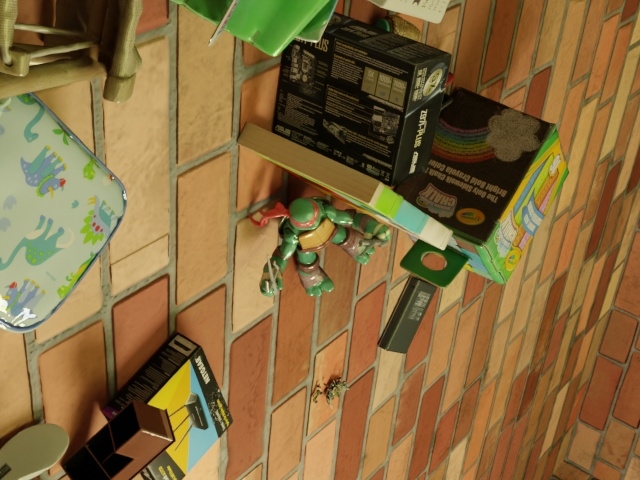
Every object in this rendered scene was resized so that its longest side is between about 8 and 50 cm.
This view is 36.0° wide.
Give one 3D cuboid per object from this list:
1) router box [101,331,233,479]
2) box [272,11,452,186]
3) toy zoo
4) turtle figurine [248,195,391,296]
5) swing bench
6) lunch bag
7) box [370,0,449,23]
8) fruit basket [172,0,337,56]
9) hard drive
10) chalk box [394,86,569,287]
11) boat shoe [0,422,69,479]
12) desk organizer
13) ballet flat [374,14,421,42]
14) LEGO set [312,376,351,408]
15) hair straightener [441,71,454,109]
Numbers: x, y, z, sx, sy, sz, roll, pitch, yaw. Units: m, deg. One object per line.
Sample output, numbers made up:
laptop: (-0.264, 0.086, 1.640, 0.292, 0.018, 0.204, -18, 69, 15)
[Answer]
router box: (-0.182, 0.216, 1.208, 0.133, 0.046, 0.178, -47, 147, -25)
box: (0.043, -0.166, 1.129, 0.078, 0.180, 0.147, -26, 133, -47)
toy zoo: (0.046, -0.057, 1.212, 0.030, 0.192, 0.293, -63, 152, 1)
turtle figurine: (0.000, 0.000, 1.250, 0.175, 0.118, 0.234, -21, 163, 5)
swing bench: (-0.202, -0.235, 0.684, 0.255, 0.165, 0.253, -16, 126, -54)
lunch bag: (-0.272, -0.029, 0.813, 0.176, 0.090, 0.219, -58, 151, -13)
box: (0.064, -0.342, 0.993, 0.119, 0.182, 0.180, -5, 126, -53)
fruit basket: (0.007, -0.329, 0.795, 0.165, 0.327, 0.353, 33, 104, -19)
hard drive: (0.154, 0.133, 1.724, 0.094, 0.022, 0.135, 21, 94, -62)
chalk box: (0.236, -0.056, 1.546, 0.289, 0.180, 0.179, -58, 151, -8)
boat shoe: (-0.321, 0.237, 1.006, 0.142, 0.049, 0.040, -35, 174, -44)
desk organizer: (-0.225, 0.235, 1.089, 0.130, 0.047, 0.050, -42, 135, 17)
ballet flat: (0.089, -0.190, 1.291, 0.067, 0.073, 0.206, 3, 116, -26)
LEGO set: (0.015, 0.241, 1.589, 0.083, 0.023, 0.054, 29, 85, -48)
hair straightener: (0.119, -0.151, 1.404, 0.230, 0.047, 0.089, -49, 150, -33)
